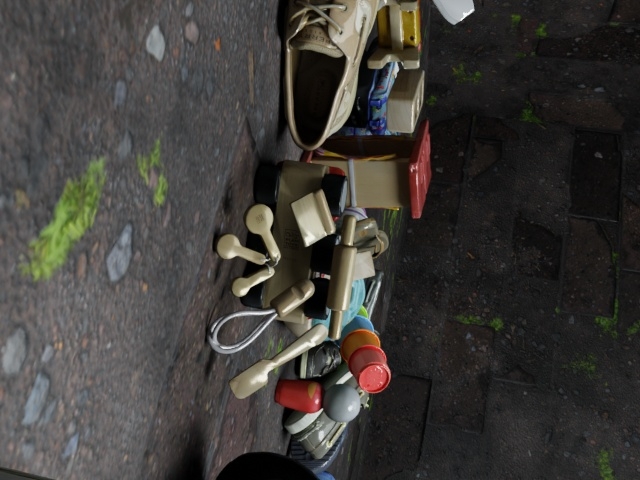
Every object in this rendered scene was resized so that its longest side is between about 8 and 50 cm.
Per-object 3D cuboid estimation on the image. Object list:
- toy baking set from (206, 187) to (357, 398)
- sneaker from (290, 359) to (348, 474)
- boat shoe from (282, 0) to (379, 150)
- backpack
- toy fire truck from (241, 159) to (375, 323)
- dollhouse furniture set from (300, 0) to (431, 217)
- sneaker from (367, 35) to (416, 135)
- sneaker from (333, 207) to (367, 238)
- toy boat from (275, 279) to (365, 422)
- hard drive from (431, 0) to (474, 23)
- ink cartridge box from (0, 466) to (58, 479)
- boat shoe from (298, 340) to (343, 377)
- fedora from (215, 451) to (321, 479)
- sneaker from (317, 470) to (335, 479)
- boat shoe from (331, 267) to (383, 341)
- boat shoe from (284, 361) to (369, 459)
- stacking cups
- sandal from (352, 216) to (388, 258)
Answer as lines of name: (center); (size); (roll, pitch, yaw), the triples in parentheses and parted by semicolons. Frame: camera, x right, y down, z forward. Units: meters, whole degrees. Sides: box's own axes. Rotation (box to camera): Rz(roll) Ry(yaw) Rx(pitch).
toy baking set: (-0.044, 0.062, 0.898); (0.030, 0.197, 0.256); (17, -75, 60)
sneaker: (0.016, 0.390, 1.570); (0.319, 0.112, 0.131); (-67, 159, -49)
boat shoe: (0.011, -0.286, 0.980); (0.110, 0.122, 0.341); (-66, 163, -57)
backpack: (0.075, -0.251, 1.359); (0.173, 0.117, 0.158); (88, 14, -48)
toy fire truck: (0.000, 0.000, 1.070); (0.246, 0.158, 0.217); (-20, 118, -81)
dollhouse furniture set: (0.071, -0.224, 1.177); (0.152, 0.201, 0.374); (-67, 156, -52)
sneaker: (0.144, -0.293, 1.669); (0.139, 0.125, 0.340); (-54, 149, -57)
sneaker: (0.043, -0.084, 1.406); (0.282, 0.102, 0.161); (94, 2, -87)
toy boat: (0.014, 0.153, 1.273); (0.267, 0.148, 0.318); (-9, 107, -79)
hard drive: (0.122, -0.459, 1.079); (0.233, 0.047, 0.353); (50, 18, -22)
ink cartridge box: (-0.185, 0.262, 0.482); (0.208, 0.087, 0.153); (87, 16, -51)
boat shoe: (0.007, 0.239, 1.500); (0.223, 0.073, 0.080); (5, 93, -80)
fedora: (-0.088, 0.413, 0.805); (0.152, 0.334, 0.334); (4, 96, -47)
sneaker: (-0.026, 0.606, 1.482); (0.330, 0.130, 0.147); (-68, 166, -49)
boat shoe: (0.084, 0.218, 1.765); (0.121, 0.119, 0.335); (42, 57, -77)
boat shoe: (0.041, 0.323, 1.473); (0.091, 0.109, 0.305); (55, 38, -1)
stacking cups: (0.071, 0.192, 1.453); (0.316, 0.096, 0.096); (-120, -145, -71)
sandal: (0.085, 0.006, 1.295); (0.180, 0.072, 0.049); (52, 16, -72)
